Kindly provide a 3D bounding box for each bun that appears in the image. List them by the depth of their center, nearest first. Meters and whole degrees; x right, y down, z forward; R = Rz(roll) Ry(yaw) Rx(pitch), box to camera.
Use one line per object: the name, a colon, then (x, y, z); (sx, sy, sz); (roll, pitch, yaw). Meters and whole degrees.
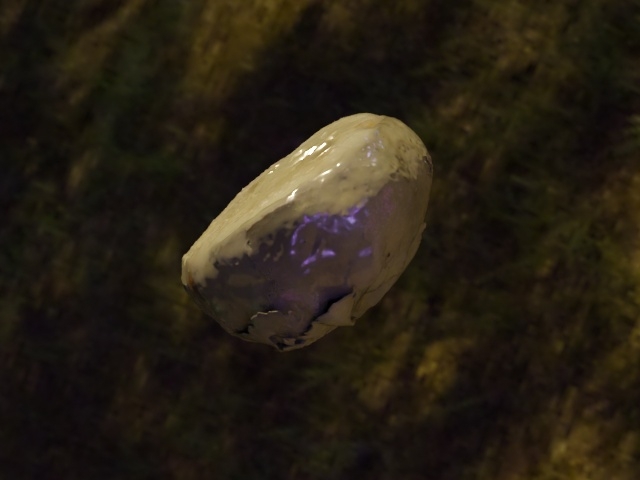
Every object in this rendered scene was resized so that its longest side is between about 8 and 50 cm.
bun: (0.000, 0.000, 1.287); (0.239, 0.141, 0.239); (-40, 10, 9)
